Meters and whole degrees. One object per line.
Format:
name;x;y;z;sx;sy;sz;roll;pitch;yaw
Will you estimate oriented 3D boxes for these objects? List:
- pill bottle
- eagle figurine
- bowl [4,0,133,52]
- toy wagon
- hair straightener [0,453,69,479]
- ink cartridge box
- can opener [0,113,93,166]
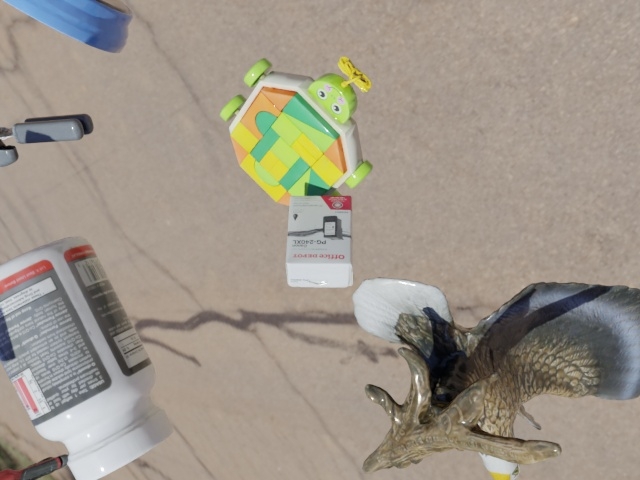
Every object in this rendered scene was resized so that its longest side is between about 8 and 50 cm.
pill bottle;-0.400;0.195;1.287;0.363;0.210;0.210;63;151;1
eagle figurine;0.167;0.130;0.739;0.226;0.298;0.225;30;122;31
bowl;-0.509;-0.472;1.390;0.391;0.077;0.391;33;-168;-8
toy wagon;-0.032;-0.189;1.353;0.267;0.068;0.344;44;145;-3
hair straightener;-0.533;0.414;1.404;0.047;0.230;0.089;64;152;7
ink cartridge box;0.000;0.000;1.319;0.109;0.151;0.063;0;141;2
can opener;-0.619;-0.215;1.699;0.283;0.076;0.095;-1;115;19
